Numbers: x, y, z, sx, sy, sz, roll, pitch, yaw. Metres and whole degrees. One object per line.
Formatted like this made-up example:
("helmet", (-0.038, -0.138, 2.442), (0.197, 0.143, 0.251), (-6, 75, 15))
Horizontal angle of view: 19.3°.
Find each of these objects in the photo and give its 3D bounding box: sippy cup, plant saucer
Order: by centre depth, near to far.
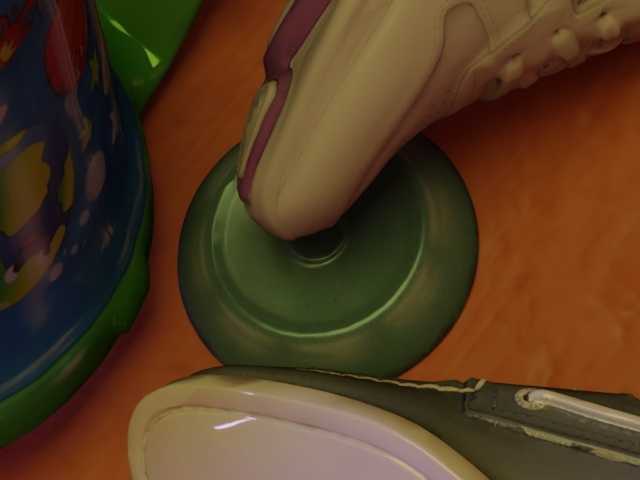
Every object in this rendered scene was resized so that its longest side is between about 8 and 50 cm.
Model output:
("sippy cup", (-0.172, -0.064, 0.639), (0.240, 0.224, 0.306), (14, 59, 4))
("plant saucer", (0.000, 0.000, 0.720), (0.119, 0.021, 0.119), (-4, 68, 11))

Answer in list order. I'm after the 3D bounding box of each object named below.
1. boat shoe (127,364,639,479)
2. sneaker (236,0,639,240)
("boat shoe", (0.086, 0.105, 0.640), (0.319, 0.116, 0.099), (14, 30, 24))
("sneaker", (0.095, -0.106, 0.680), (0.152, 0.114, 0.305), (41, 86, -7))
